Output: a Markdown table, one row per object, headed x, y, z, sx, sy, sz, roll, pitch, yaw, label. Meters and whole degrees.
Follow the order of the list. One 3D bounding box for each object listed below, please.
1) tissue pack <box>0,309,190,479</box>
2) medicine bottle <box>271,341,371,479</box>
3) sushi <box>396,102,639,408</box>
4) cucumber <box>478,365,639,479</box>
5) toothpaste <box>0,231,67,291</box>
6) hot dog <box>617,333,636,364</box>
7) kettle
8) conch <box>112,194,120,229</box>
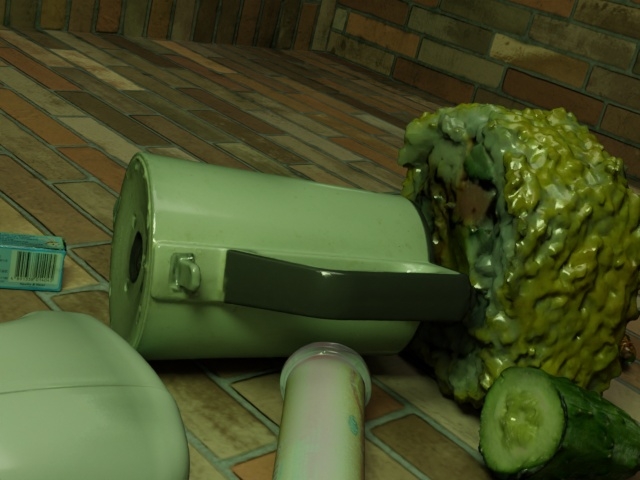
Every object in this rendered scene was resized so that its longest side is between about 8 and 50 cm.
| x | y | z | sx | sy | sz | roll | pitch | yaw | label |
| --- | --- | --- | --- | --- | --- | --- | --- | --- | --- |
| -0.257 | 0.193 | 0.595 | 0.333 | 0.229 | 0.236 | -4 | 36 | -39 | tissue pack |
| -0.004 | 0.246 | 0.815 | 0.108 | 0.108 | 0.426 | 13 | 23 | -2 | medicine bottle |
| 0.245 | 0.012 | 1.174 | 0.240 | 0.397 | 0.351 | 0 | 17 | -23 | sushi |
| 0.308 | 0.230 | 1.013 | 0.244 | 0.134 | 0.134 | 16 | 17 | -31 | cucumber |
| -0.473 | 0.020 | 1.130 | 0.266 | 0.065 | 0.050 | 5 | 23 | -22 | toothpaste |
| 0.460 | 0.145 | 1.432 | 0.072 | 0.055 | 0.188 | 5 | 23 | -19 | hot dog |
| -0.041 | 0.036 | 1.057 | 0.376 | 0.250 | 0.361 | 5 | 0 | -24 | kettle |
| -0.224 | -0.033 | 1.306 | 0.220 | 0.195 | 0.277 | -2 | 41 | 14 | conch |
